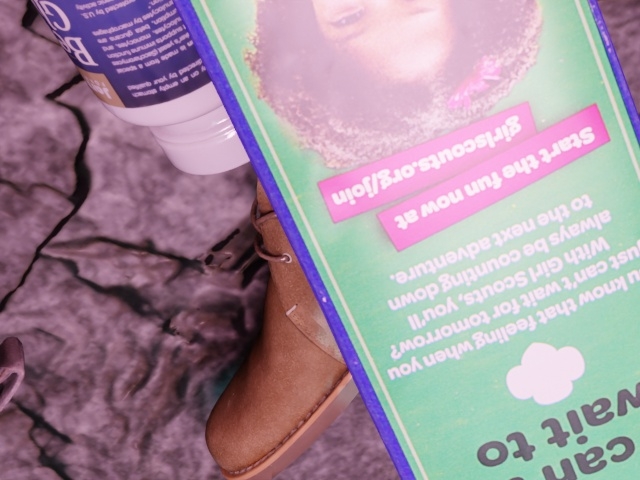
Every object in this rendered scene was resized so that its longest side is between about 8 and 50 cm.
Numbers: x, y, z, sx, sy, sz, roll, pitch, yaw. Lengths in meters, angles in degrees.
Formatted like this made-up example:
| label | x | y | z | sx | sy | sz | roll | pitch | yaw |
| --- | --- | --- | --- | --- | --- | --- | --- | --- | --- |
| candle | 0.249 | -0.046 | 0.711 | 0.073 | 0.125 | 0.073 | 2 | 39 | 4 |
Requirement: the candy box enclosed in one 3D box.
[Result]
| label | x | y | z | sx | sy | sz | roll | pitch | yaw |
| --- | --- | --- | --- | --- | --- | --- | --- | --- | --- |
| candy box | 0.052 | -0.042 | 0.535 | 0.122 | 0.268 | 0.317 | -23 | 111 | 9 |

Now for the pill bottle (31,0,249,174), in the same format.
| label | x | y | z | sx | sy | sz | roll | pitch | yaw |
| --- | --- | --- | --- | --- | --- | --- | --- | --- | --- |
| pill bottle | -0.076 | -0.111 | 0.629 | 0.094 | 0.094 | 0.169 | -25 | 130 | 7 |

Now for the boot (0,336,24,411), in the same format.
| label | x | y | z | sx | sy | sz | roll | pitch | yaw |
| --- | --- | --- | --- | --- | --- | --- | --- | --- | --- |
| boot | -0.251 | 0.085 | 0.453 | 0.263 | 0.091 | 0.229 | 11 | 121 | -25 |

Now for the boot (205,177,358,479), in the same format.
| label | x | y | z | sx | sy | sz | roll | pitch | yaw |
| --- | --- | --- | --- | --- | --- | --- | --- | --- | --- |
| boot | 0.000 | 0.000 | 0.748 | 0.115 | 0.112 | 0.305 | 25 | 112 | -18 |
